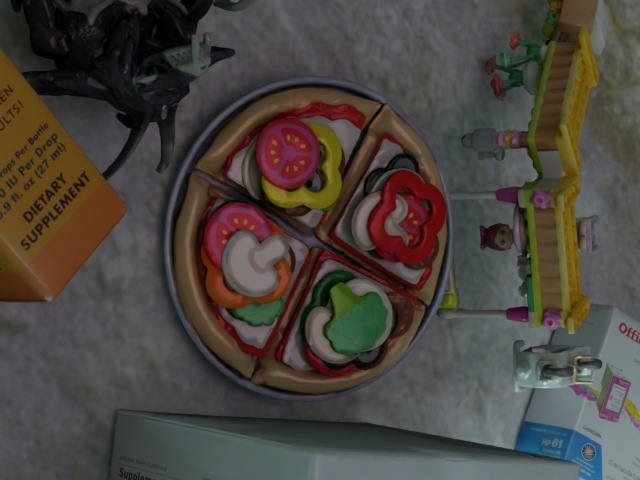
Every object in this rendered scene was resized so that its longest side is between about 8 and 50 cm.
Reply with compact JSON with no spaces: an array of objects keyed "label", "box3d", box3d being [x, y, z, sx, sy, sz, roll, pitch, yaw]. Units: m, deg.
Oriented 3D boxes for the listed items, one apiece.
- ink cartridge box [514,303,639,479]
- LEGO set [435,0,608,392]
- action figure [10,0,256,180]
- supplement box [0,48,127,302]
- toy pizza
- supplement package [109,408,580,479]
[{"label":"ink cartridge box","box3d":[0.197,0.114,1.331,0.088,0.052,0.122,30,72,-36]},{"label":"LEGO set","box3d":[0.126,-0.043,1.260,0.132,0.107,0.287,16,74,-68]},{"label":"action figure","box3d":[-0.098,-0.171,1.029,0.164,0.141,0.276,-14,97,-39]},{"label":"supplement box","box3d":[-0.207,-0.073,0.986,0.233,0.080,0.078,51,60,-26]},{"label":"toy pizza","box3d":[0.000,0.000,1.160,0.201,0.032,0.201,-2,95,-28]},{"label":"supplement package","box3d":[0.000,0.241,1.088,0.199,0.198,0.263,7,88,-38]}]
